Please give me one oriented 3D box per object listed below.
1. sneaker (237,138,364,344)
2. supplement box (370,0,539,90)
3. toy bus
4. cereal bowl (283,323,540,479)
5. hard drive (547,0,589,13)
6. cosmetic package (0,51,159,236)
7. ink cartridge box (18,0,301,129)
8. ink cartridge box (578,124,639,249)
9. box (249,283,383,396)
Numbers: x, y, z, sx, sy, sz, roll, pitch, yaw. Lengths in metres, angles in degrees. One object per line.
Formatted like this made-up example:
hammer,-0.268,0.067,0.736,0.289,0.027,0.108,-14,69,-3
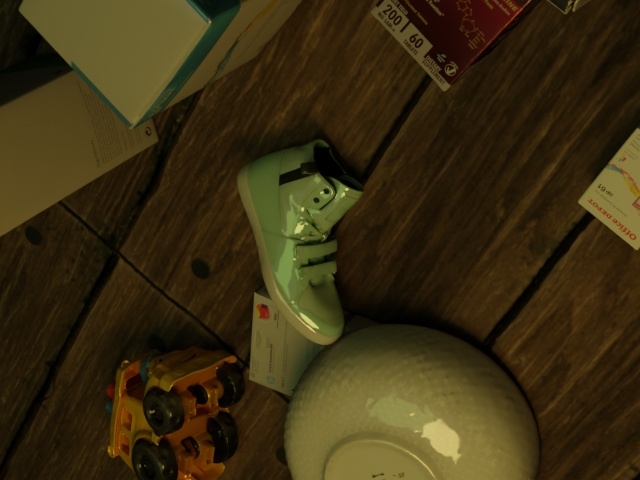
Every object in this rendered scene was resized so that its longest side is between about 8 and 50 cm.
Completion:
sneaker,0.000,0.000,1.842,0.151,0.094,0.256,-23,89,37
supplement box,0.179,-0.292,1.612,0.130,0.073,0.239,47,128,5
toy bus,-0.230,0.231,2.102,0.211,0.149,0.220,32,126,35
cereal bowl,0.101,0.282,1.871,0.339,0.141,0.339,9,118,18
hard drive,0.340,-0.379,1.362,0.064,0.237,0.339,41,127,9
cosmetic package,-0.399,-0.121,1.876,0.197,0.365,0.155,-3,111,33
ink cartridge box,-0.162,-0.299,1.699,0.198,0.270,0.197,47,130,4
ink cartridge box,0.358,-0.063,1.624,0.088,0.052,0.122,40,129,9
box,-0.006,0.152,1.971,0.186,0.038,0.145,18,121,23
